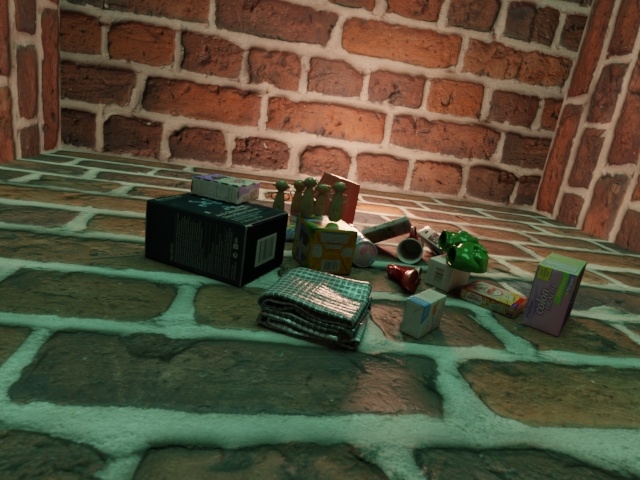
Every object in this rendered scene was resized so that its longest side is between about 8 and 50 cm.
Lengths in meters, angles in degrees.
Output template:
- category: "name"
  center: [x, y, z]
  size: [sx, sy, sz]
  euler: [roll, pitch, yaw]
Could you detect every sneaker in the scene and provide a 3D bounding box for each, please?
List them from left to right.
- category: "sneaker"
  center: [0.295, 0.136, 1.634]
  size: [0.128, 0.087, 0.221]
  euler: [6, 2, 22]

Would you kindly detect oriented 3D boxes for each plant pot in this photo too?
- category: "plant pot"
  center: [0.073, -0.205, 2.270]
  size: [0.275, 0.243, 0.275]
  euler: [21, 9, -3]

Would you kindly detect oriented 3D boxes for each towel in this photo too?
- category: "towel"
  center: [-0.003, 0.176, 1.226]
  size: [0.284, 0.121, 0.235]
  euler: [13, 17, 14]

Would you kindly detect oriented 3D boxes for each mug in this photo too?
- category: "mug"
  center: [0.417, 0.019, 1.968]
  size: [0.113, 0.150, 0.169]
  euler: [34, 17, 11]

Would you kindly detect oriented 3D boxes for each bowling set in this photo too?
- category: "bowling set"
  center: [-0.049, -0.180, 1.724]
  size: [0.287, 0.154, 0.200]
  euler: [8, 15, -8]

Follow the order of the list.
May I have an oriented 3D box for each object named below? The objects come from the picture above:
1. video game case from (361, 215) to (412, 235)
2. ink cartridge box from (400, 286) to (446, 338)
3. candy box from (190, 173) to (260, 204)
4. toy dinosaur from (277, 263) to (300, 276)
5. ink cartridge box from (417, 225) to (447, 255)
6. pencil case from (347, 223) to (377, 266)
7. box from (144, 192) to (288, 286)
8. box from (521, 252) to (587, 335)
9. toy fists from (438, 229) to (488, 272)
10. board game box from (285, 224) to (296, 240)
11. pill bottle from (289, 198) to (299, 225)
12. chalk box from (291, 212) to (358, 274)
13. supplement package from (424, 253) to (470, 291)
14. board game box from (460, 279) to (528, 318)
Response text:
- category: "video game case"
  center: [0.310, -0.045, 2.008]
  size: [0.206, 0.026, 0.227]
  euler: [-18, -16, 15]
- category: "ink cartridge box"
  center: [0.314, 0.209, 1.308]
  size: [0.062, 0.104, 0.181]
  euler: [21, 20, 36]
- category: "candy box"
  center: [-0.349, -0.194, 1.641]
  size: [0.196, 0.070, 0.165]
  euler: [13, 16, 16]
- category: "toy dinosaur"
  center: [-0.105, 0.112, 1.542]
  size: [0.082, 0.047, 0.090]
  euler: [-24, 43, -31]
- category: "ink cartridge box"
  center: [0.542, 0.032, 1.975]
  size: [0.165, 0.065, 0.332]
  euler: [44, 4, -21]
- category: "pencil case"
  center: [0.146, 0.019, 1.867]
  size: [0.114, 0.124, 0.273]
  euler: [-33, 21, -1]
- category: "box"
  center: [-0.359, -0.023, 1.557]
  size: [0.396, 0.211, 0.293]
  euler: [14, 17, 19]
- category: "box"
  center: [0.793, 0.173, 1.495]
  size: [0.117, 0.213, 0.243]
  euler: [20, 19, 34]
- category: "toy fists"
  center: [0.545, 0.037, 1.665]
  size: [0.142, 0.096, 0.279]
  euler: [16, 21, -4]
- category: "board game box"
  center: [-0.091, -0.041, 2.009]
  size: [0.201, 0.035, 0.136]
  euler: [-5, 17, -5]
- category: "pill bottle"
  center: [-0.105, -0.121, 2.135]
  size: [0.086, 0.151, 0.086]
  euler: [9, 16, -2]
- category: "chalk box"
  center: [0.000, 0.000, 1.727]
  size: [0.180, 0.179, 0.289]
  euler: [3, 17, -21]
- category: "supplement package"
  center: [0.501, 0.119, 1.719]
  size: [0.105, 0.105, 0.179]
  euler: [23, 21, 38]
- category: "board game box"
  center: [0.624, 0.207, 1.591]
  size: [0.194, 0.045, 0.147]
  euler: [20, 19, 35]
